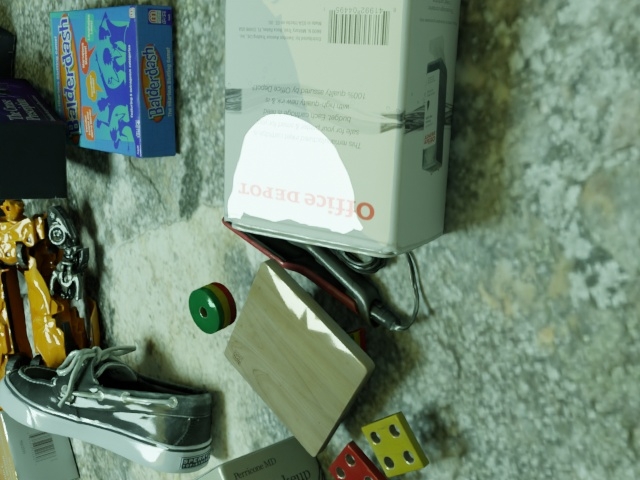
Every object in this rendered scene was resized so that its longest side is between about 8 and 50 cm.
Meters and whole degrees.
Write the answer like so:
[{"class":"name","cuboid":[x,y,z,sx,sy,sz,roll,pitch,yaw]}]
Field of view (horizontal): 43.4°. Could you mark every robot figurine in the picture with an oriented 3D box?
[{"class":"robot figurine","cuboid":[-0.389,0.085,1.083,0.211,0.085,0.291,-3,96,17]}]

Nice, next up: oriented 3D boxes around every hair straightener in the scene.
[{"class":"hair straightener","cuboid":[0.000,0.000,0.693,0.230,0.047,0.089,39,125,36]}]

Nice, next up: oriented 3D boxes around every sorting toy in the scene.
[{"class":"sorting toy","cuboid":[-0.007,0.105,0.710,0.274,0.046,0.132,45,133,23]}]

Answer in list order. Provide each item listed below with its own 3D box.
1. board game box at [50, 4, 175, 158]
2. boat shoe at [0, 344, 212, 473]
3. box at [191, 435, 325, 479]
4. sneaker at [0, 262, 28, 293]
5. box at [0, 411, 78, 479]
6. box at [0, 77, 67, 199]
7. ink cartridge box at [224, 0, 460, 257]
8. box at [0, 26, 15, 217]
[{"class":"board game box","cuboid":[-0.242,-0.184,0.923,0.210,0.047,0.160,13,108,47]},{"class":"boat shoe","cuboid":[-0.257,0.177,0.944,0.306,0.113,0.105,11,98,33]},{"class":"box","cuboid":[-0.023,0.331,0.742,0.094,0.113,0.275,-39,70,44]},{"class":"sneaker","cuboid":[-0.545,0.074,1.235,0.305,0.152,0.114,-36,73,47]},{"class":"box","cuboid":[-0.461,0.327,1.240,0.170,0.091,0.130,-29,76,47]},{"class":"box","cuboid":[-0.439,-0.134,1.007,0.261,0.184,0.103,37,127,53]},{"class":"ink cartridge box","cuboid":[0.014,-0.110,0.600,0.158,0.092,0.218,11,105,32]},{"class":"box","cuboid":[-0.636,-0.215,1.256,0.343,0.179,0.313,32,119,39]}]
